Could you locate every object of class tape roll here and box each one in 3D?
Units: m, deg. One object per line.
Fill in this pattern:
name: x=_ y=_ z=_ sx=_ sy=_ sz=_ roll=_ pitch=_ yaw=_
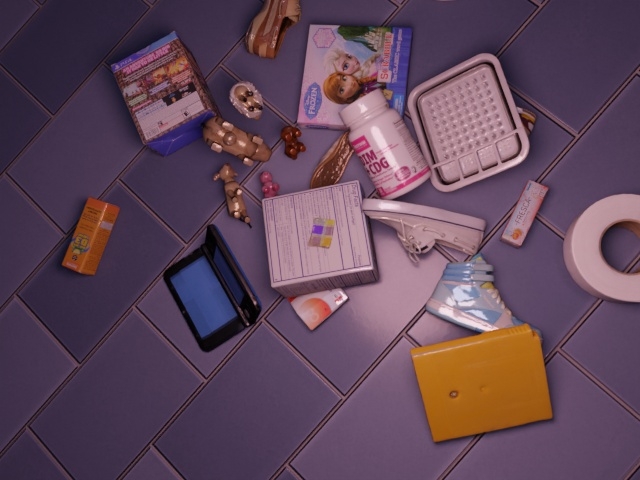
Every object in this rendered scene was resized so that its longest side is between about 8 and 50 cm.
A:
tape roll: x=0.804 y=0.025 z=1.518 sx=0.286 sy=0.100 sz=0.286 roll=-1 pitch=81 yaw=9

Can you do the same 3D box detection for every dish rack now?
dish rack: x=0.417 y=-0.325 z=1.615 sx=0.285 sy=0.072 sz=0.333 roll=-22 pitch=77 yaw=31

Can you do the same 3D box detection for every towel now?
towel: x=0.004 y=-0.020 z=1.534 sx=0.060 sy=0.009 sz=0.083 roll=10 pitch=74 yaw=15

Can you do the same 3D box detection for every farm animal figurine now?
farm animal figurine: x=-0.227 y=-0.253 z=1.694 sx=0.330 sy=0.172 sz=0.327 roll=-48 pitch=118 yaw=0

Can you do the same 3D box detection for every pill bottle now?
pill bottle: x=0.177 y=-0.267 z=1.598 sx=0.160 sy=0.160 sz=0.283 roll=-30 pitch=97 yaw=4

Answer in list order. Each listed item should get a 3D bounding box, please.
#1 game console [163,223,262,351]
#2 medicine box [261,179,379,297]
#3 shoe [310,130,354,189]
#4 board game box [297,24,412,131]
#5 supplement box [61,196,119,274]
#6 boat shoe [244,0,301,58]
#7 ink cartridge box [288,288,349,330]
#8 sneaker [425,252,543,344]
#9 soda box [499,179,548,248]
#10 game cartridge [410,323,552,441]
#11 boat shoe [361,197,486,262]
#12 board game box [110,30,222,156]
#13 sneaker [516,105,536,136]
game console: x=-0.323 y=0.143 z=1.661 sx=0.173 sy=0.250 sz=0.293 roll=-27 pitch=77 yaw=-23
medicine box: x=0.000 y=0.000 z=1.614 sx=0.289 sy=0.149 sz=0.263 roll=-10 pitch=70 yaw=7
shoe: x=0.042 y=-0.233 z=1.715 sx=0.076 sy=0.058 sz=0.219 roll=35 pitch=93 yaw=-18
board game box: x=0.106 y=-0.489 z=1.731 sx=0.318 sy=0.066 sz=0.319 roll=5 pitch=83 yaw=10
supplement box: x=-0.720 y=-0.012 z=1.794 sx=0.078 sy=0.080 sz=0.233 roll=18 pitch=87 yaw=14
boat shoe: x=-0.117 y=-0.716 z=1.787 sx=0.120 sy=0.122 sz=0.324 roll=28 pitch=95 yaw=7
ink cartridge box: x=-0.026 y=0.149 z=1.669 sx=0.145 sy=0.045 sz=0.179 roll=-42 pitch=80 yaw=1
sneaker: x=0.465 y=0.152 z=1.544 sx=0.319 sy=0.127 sz=0.208 roll=20 pitch=86 yaw=11
soda box: x=0.565 y=-0.073 z=1.592 sx=0.058 sy=0.063 sz=0.183 roll=27 pitch=86 yaw=13
game cartridge: x=0.421 y=0.373 z=1.492 sx=0.323 sy=0.053 sz=0.285 roll=-14 pitch=110 yaw=6
boat shoe: x=0.274 y=-0.016 z=1.562 sx=0.367 sy=0.136 sz=0.156 roll=11 pitch=92 yaw=-20
board game box: x=-0.474 y=-0.453 z=1.786 sx=0.232 sy=0.141 sz=0.291 roll=-26 pitch=78 yaw=5
sneaker: x=0.519 y=-0.350 z=1.639 sx=0.185 sy=0.069 sz=0.084 roll=22 pitch=80 yaw=13
